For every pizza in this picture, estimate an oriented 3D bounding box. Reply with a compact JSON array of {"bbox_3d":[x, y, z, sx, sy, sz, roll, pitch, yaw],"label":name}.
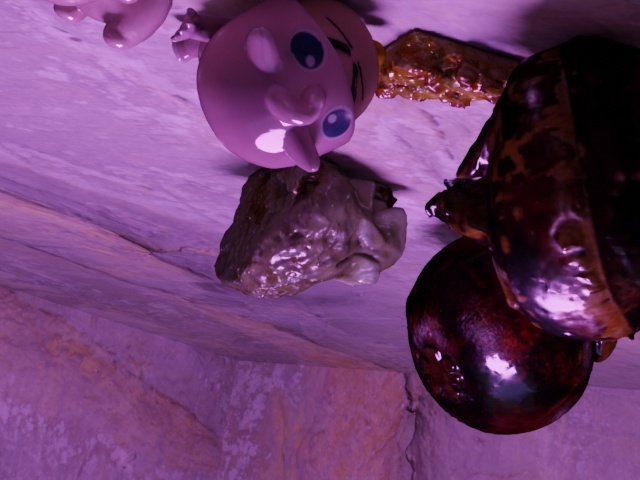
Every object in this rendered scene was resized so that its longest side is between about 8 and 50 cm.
[{"bbox_3d":[0.109,-0.162,1.690,0.175,0.046,0.134,2,167,34],"label":"pizza"}]

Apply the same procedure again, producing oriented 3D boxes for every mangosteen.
[{"bbox_3d":[0.264,0.118,2.439,0.297,0.293,0.297,26,147,18],"label":"mangosteen"}]

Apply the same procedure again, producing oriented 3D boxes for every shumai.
[{"bbox_3d":[-0.002,-0.001,2.243,0.218,0.189,0.256,16,173,-24],"label":"shumai"}]

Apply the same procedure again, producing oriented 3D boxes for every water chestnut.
[{"bbox_3d":[0.231,-0.040,1.587,0.300,0.300,0.300,9,169,2],"label":"water chestnut"}]

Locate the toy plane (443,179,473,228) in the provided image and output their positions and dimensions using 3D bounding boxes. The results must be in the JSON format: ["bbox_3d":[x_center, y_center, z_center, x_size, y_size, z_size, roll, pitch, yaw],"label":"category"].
[{"bbox_3d":[0.207,-0.038,2.236,0.078,0.053,0.197,-4,161,17],"label":"toy plane"}]

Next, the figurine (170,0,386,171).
[{"bbox_3d":[-0.037,-0.166,1.614,0.186,0.176,0.287,-31,-168,-7],"label":"figurine"}]

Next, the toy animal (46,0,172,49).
[{"bbox_3d":[-0.195,-0.242,1.373,0.124,0.124,0.212,5,162,20],"label":"toy animal"}]
